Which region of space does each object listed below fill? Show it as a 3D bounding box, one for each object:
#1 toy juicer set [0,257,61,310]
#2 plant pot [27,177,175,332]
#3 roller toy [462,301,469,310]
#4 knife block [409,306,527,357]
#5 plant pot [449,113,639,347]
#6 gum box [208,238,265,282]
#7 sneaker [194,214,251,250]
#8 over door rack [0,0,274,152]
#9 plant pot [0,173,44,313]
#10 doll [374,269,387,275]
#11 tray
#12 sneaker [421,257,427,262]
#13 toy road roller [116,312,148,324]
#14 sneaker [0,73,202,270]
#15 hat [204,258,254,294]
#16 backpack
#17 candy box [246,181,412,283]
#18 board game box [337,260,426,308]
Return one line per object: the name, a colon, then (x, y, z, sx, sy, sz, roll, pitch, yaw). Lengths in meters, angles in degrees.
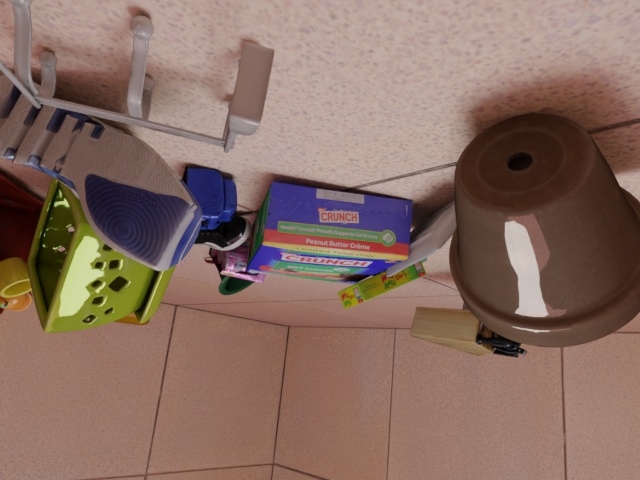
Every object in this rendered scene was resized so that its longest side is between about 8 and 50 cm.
toy juicer set: (-0.559, 0.092, 1.098, 0.329, 0.089, 0.209, -19, 161, -47)
plant pot: (-0.404, 0.021, 0.914, 0.207, 0.228, 0.227, 9, -155, -42)
roller toy: (0.500, 0.160, 1.331, 0.191, 0.146, 0.209, 16, 162, 4)
knife block: (0.390, 0.231, 1.259, 0.275, 0.088, 0.242, 15, 161, 8)
plant pot: (0.275, -0.026, 0.611, 0.263, 0.263, 0.229, -3, 146, 31)
gum box: (-0.201, 0.040, 1.178, 0.107, 0.062, 0.188, 13, -170, -25)
sneaker: (-0.269, -0.028, 1.060, 0.216, 0.079, 0.121, -3, 164, 34)
over door rack: (-0.173, -0.161, 0.433, 0.239, 0.108, 0.324, 10, -175, -14)
plant pot: (-0.774, -0.020, 0.988, 0.235, 0.267, 0.267, 19, 165, 1)
doll: (0.158, 0.077, 1.349, 0.189, 0.046, 0.129, -1, 162, 24)
tray: (0.198, -0.011, 0.893, 0.030, 0.145, 0.270, 42, 163, 2)
sneaker: (0.196, 0.029, 1.161, 0.076, 0.065, 0.166, -28, 150, 36)
toy road roller: (-0.530, 0.107, 1.349, 0.202, 0.241, 0.329, 10, 164, -15)
sneaker: (-0.279, -0.097, 0.657, 0.315, 0.127, 0.182, 35, -176, 7)
hat: (-0.280, 0.048, 1.454, 0.208, 0.183, 0.173, -42, 159, 9)
backpack: (-0.206, -0.065, 0.871, 0.101, 0.098, 0.120, 7, 164, -19)
candy box: (0.000, 0.000, 0.979, 0.268, 0.122, 0.317, 7, 164, -12)
board game box: (0.139, 0.096, 1.076, 0.181, 0.043, 0.092, -18, 171, -30)
